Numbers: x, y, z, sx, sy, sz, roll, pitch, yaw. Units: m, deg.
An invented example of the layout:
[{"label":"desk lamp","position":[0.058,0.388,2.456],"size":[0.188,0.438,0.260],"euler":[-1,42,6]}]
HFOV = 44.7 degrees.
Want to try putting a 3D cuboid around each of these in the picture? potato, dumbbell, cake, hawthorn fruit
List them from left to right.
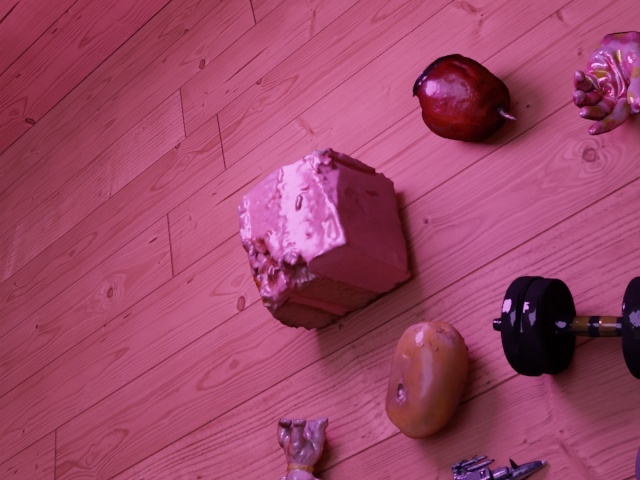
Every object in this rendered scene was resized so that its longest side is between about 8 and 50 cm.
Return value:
[{"label":"cake","position":[0.000,0.000,1.755],"size":[0.307,0.293,0.314],"euler":[-30,57,30]},{"label":"potato","position":[0.211,0.272,1.521],"size":[0.150,0.146,0.234],"euler":[130,152,-86]},{"label":"hawthorn fruit","position":[0.332,-0.308,1.717],"size":[0.251,0.189,0.189],"euler":[24,84,33]},{"label":"dumbbell","position":[0.472,0.147,1.326],"size":[0.388,0.185,0.185],"euler":[-5,64,41]}]

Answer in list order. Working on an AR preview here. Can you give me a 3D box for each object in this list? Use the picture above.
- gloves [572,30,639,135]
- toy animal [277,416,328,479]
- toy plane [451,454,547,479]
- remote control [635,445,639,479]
[{"label":"gloves","position":[0.573,-0.299,1.533],"size":[0.145,0.126,0.241],"euler":[19,76,21]},{"label":"toy animal","position":[-0.052,0.479,1.692],"size":[0.184,0.104,0.185],"euler":[152,116,-64]},{"label":"toy plane","position":[0.291,0.437,1.401],"size":[0.234,0.082,0.160],"euler":[-39,20,19]},{"label":"remote control","position":[0.585,0.402,1.138],"size":[0.221,0.103,0.332],"euler":[-18,55,31]}]
